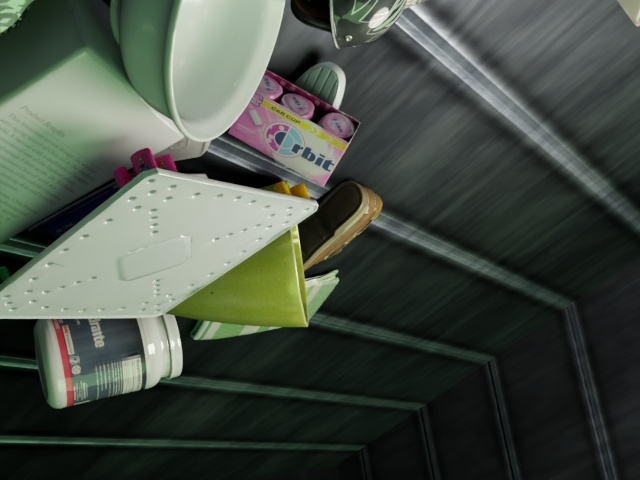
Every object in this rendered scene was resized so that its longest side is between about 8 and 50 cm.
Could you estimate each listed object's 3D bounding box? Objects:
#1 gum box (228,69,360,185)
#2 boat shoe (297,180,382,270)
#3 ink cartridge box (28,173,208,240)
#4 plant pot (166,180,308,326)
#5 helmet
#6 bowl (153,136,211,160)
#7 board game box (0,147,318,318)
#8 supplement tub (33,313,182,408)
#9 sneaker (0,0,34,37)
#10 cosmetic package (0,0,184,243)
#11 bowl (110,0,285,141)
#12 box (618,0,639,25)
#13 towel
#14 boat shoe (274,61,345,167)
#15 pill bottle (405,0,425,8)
[{"bbox_3d":[-0.047,-0.182,1.369,0.188,0.062,0.107,29,137,-4],"label":"gum box"},{"bbox_3d":[0.000,0.000,1.793,0.307,0.110,0.104,-34,151,24],"label":"boat shoe"},{"bbox_3d":[-0.296,-0.044,1.372,0.176,0.069,0.371,-27,178,10],"label":"ink cartridge box"},{"bbox_3d":[-0.186,0.045,1.609,0.293,0.275,0.275,-8,153,1],"label":"plant pot"},{"bbox_3d":[0.037,-0.333,1.094,0.169,0.161,0.169,-48,159,-25],"label":"helmet"},{"bbox_3d":[-0.229,-0.174,1.361,0.142,0.053,0.142,-12,152,-24],"label":"bowl"},{"bbox_3d":[-0.255,0.008,1.294,0.390,0.050,0.390,-33,159,26],"label":"board game box"},{"bbox_3d":[-0.442,0.230,1.793,0.272,0.191,0.191,-10,151,-24],"label":"supplement tub"},{"bbox_3d":[-0.328,-0.324,0.958,0.271,0.100,0.108,-34,124,8],"label":"sneaker"},{"bbox_3d":[-0.440,-0.137,1.143,0.453,0.161,0.230,-27,152,11],"label":"cosmetic package"},{"bbox_3d":[-0.162,-0.280,1.055,0.134,0.298,0.298,20,157,14],"label":"bowl"},{"bbox_3d":[0.571,-0.456,1.338,0.232,0.148,0.127,-20,153,-7],"label":"box"},{"bbox_3d":[-0.135,0.159,2.074,0.325,0.038,0.248,-8,152,-30],"label":"towel"},{"bbox_3d":[-0.014,-0.217,1.438,0.076,0.083,0.226,-35,170,-44],"label":"boat shoe"},{"bbox_3d":[0.128,-0.374,1.229,0.137,0.078,0.078,-21,154,-3],"label":"pill bottle"}]
